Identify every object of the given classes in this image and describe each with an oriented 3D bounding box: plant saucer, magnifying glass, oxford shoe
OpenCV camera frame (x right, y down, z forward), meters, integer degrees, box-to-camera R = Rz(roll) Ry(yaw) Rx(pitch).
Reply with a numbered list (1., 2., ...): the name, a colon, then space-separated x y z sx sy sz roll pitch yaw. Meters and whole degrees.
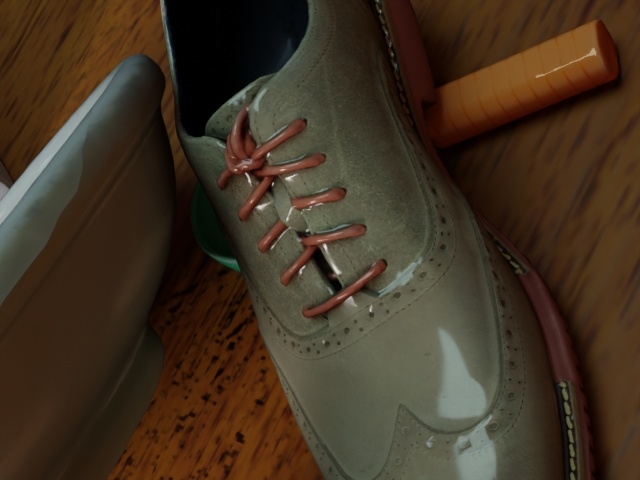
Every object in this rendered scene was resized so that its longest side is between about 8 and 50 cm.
1. plant saucer: -0.172 0.099 0.644 0.400 0.100 0.400 -47 13 14
2. magnifying glass: 0.031 -0.048 0.683 0.231 0.026 0.092 -20 53 30
3. oxford shoe: 0.000 0.000 0.586 0.123 0.130 0.348 -35 57 21

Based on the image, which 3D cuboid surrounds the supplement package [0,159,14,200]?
1. supplement package: -0.355 -0.016 0.862 0.262 0.204 0.145 -47 44 7
